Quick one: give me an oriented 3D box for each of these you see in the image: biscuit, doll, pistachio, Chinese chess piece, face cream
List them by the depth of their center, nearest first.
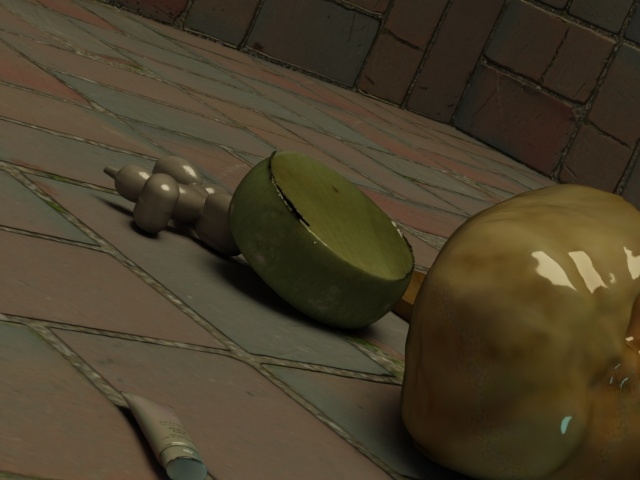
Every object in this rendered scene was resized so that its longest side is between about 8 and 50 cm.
[{"bbox_3d":[-0.095,0.117,0.945,0.038,0.020,0.115,19,8,-22],"label":"face cream"},{"bbox_3d":[0.174,0.076,1.203,0.229,0.238,0.321,61,22,-17],"label":"pistachio"},{"bbox_3d":[0.000,0.000,1.476,0.188,0.083,0.188,33,24,-17],"label":"Chinese chess piece"},{"bbox_3d":[-0.137,-0.041,1.556,0.161,0.059,0.160,16,14,-35],"label":"doll"},{"bbox_3d":[0.130,0.071,1.679,0.142,0.029,0.220,23,10,-6],"label":"biscuit"}]
